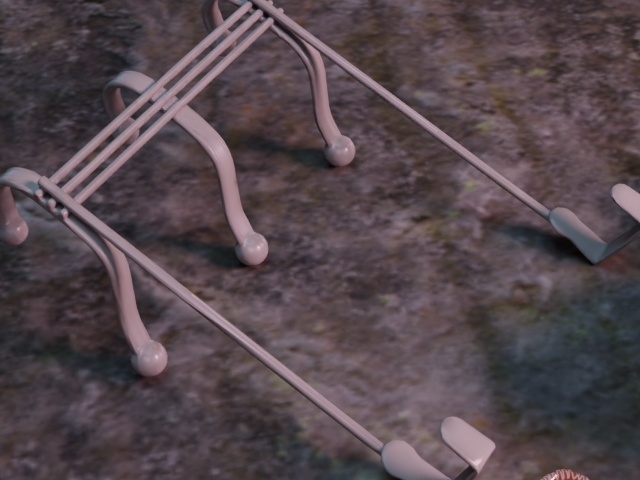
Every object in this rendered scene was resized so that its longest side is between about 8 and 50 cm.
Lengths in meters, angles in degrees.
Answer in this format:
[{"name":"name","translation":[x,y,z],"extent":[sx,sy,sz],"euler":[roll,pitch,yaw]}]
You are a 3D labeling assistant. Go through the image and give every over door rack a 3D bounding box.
[{"name":"over door rack","translation":[0.000,0.000,0.858],"extent":[0.324,0.108,0.239],"euler":[30,52,13]}]

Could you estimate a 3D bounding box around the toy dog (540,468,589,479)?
[{"name":"toy dog","translation":[0.189,0.171,0.603],"extent":[0.220,0.161,0.333],"euler":[31,53,32]}]
